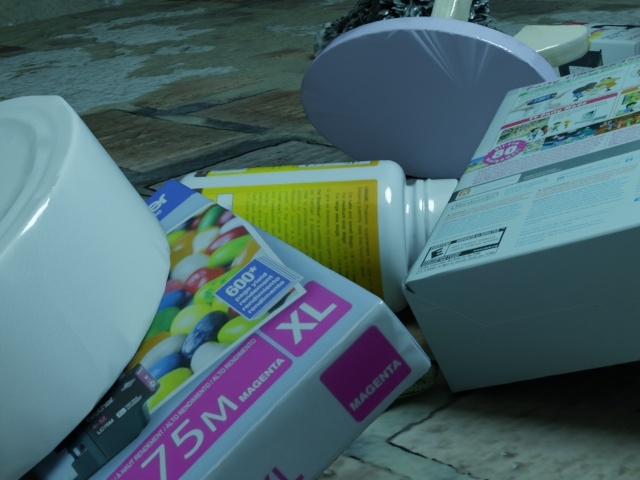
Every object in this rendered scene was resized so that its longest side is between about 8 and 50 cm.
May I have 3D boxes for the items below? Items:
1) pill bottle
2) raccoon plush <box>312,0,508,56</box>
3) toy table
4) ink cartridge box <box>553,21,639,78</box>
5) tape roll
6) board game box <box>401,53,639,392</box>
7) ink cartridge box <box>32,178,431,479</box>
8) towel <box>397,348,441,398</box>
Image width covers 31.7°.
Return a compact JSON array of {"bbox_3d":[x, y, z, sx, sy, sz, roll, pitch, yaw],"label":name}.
[{"bbox_3d":[0.000,0.000,0.860,0.215,0.117,0.117,-3,20,8],"label":"pill bottle"},{"bbox_3d":[0.090,-0.389,1.658,0.216,0.299,0.446,-21,25,-37],"label":"raccoon plush"},{"bbox_3d":[0.135,-0.182,1.189,0.274,0.252,0.161,15,42,18],"label":"toy table"},{"bbox_3d":[0.379,-0.249,1.525,0.175,0.072,0.127,12,25,41],"label":"ink cartridge box"},{"bbox_3d":[-0.233,0.041,0.662,0.286,0.100,0.286,-24,33,17],"label":"tape roll"},{"bbox_3d":[0.210,-0.036,0.778,0.224,0.097,0.303,-14,24,31],"label":"board game box"},{"bbox_3d":[-0.097,0.065,0.660,0.186,0.065,0.311,-44,31,-12],"label":"ink cartridge box"},{"bbox_3d":[-0.006,0.092,0.740,0.148,0.027,0.110,-18,22,-29],"label":"towel"}]
